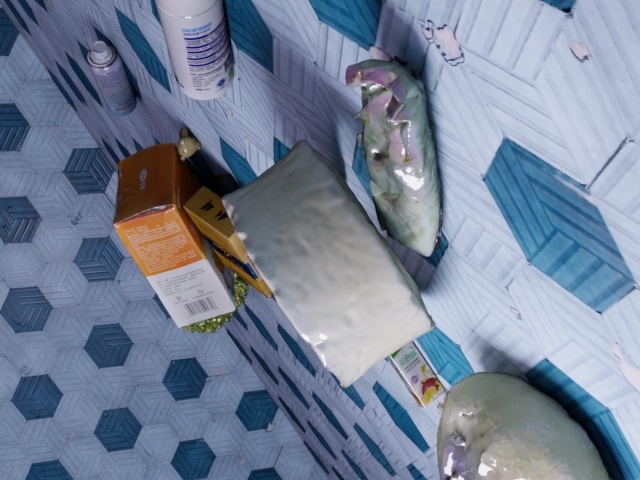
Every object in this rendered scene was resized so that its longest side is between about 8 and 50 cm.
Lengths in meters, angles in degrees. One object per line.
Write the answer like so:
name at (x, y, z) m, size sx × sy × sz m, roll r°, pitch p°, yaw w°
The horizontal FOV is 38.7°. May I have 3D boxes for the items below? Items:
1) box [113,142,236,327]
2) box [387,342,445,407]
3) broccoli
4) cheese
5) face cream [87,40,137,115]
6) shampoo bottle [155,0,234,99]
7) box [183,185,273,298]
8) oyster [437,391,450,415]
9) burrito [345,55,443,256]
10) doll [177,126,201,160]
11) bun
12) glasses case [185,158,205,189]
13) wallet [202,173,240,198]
box at (-0.312, -0.010, 1.978) m, size 0.225 × 0.143 × 0.341 m, roll -100°, pitch -9°, yaw -48°
box at (0.130, 0.181, 1.508) m, size 0.207 × 0.050 × 0.041 m, roll 56°, pitch 165°, yaw -11°
broccoli at (-0.306, 0.141, 2.533) m, size 0.180 × 0.242 × 0.273 m, roll 20°, pitch 157°, yaw 27°
cheese at (0.015, 0.030, 1.207) m, size 0.292 × 0.153 × 0.332 m, roll 56°, pitch 180°, yaw 10°
face cream at (-0.487, -0.380, 2.121) m, size 0.075 × 0.075 × 0.229 m, roll 48°, pitch 165°, yaw 20°
shampoo bottle at (-0.175, -0.306, 1.240) m, size 0.092 × 0.092 × 0.303 m, roll 49°, pitch 167°, yaw 18°
box at (-0.173, 0.006, 1.893) m, size 0.152 × 0.070 × 0.237 m, roll 33°, pitch 161°, yaw 34°
oyster at (0.232, 0.301, 1.514) m, size 0.086 × 0.029 × 0.132 m, roll 40°, pitch 159°, yaw 24°
burrito at (0.087, -0.083, 0.979) m, size 0.096 × 0.066 × 0.309 m, roll 43°, pitch 165°, yaw 30°
doll at (-0.292, -0.209, 1.947) m, size 0.093 × 0.051 × 0.061 m, roll 32°, pitch 130°, yaw 50°
bun at (0.252, 0.302, 1.172) m, size 0.273 × 0.168 × 0.273 m, roll 48°, pitch 158°, yaw 27°
glasses case at (-0.288, -0.105, 2.121) m, size 0.248 × 0.065 × 0.087 m, roll 59°, pitch -169°, yaw -27°
wallet at (-0.199, -0.075, 1.989) m, size 0.149 × 0.044 × 0.250 m, roll 59°, pitch 165°, yaw -10°
